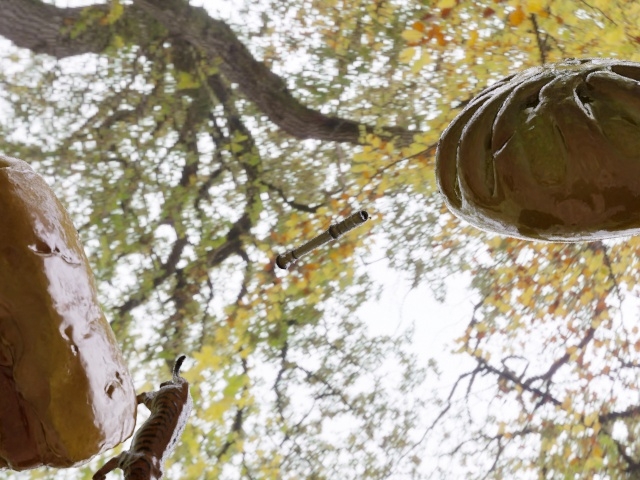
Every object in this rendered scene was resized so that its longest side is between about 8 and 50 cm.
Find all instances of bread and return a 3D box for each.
[{"bbox_3d":[-0.315,0.078,0.959,0.148,0.195,0.344,-20,-96,3],"label":"bread"},{"bbox_3d":[0.263,-0.105,0.920,0.332,0.333,0.160,-2,-73,24],"label":"bread"}]

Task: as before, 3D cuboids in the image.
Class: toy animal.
[{"bbox_3d":[-0.199,0.235,1.056,0.099,0.241,0.057,-18,-52,42],"label":"toy animal"}]

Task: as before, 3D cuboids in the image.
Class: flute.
[{"bbox_3d":[0.000,0.000,1.329,0.233,0.027,0.027,-29,-94,52],"label":"flute"}]
